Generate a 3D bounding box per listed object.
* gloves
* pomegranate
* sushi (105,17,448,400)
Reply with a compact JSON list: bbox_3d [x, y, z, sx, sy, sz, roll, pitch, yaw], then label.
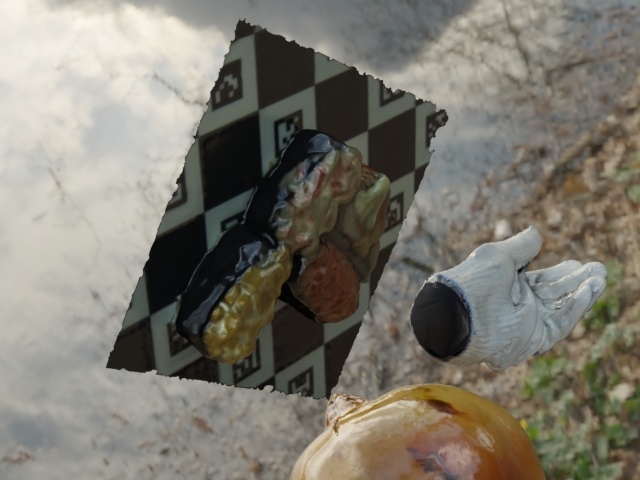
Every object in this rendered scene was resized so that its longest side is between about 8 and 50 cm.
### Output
[{"bbox_3d":[0.168,0.050,1.137,0.229,0.119,0.097,-13,-12,-37],"label":"gloves"},{"bbox_3d":[0.077,0.215,1.019,0.209,0.209,0.209,-15,36,11],"label":"pomegranate"},{"bbox_3d":[0.000,0.000,0.434,0.026,0.126,0.120,24,95,37],"label":"sushi"}]
